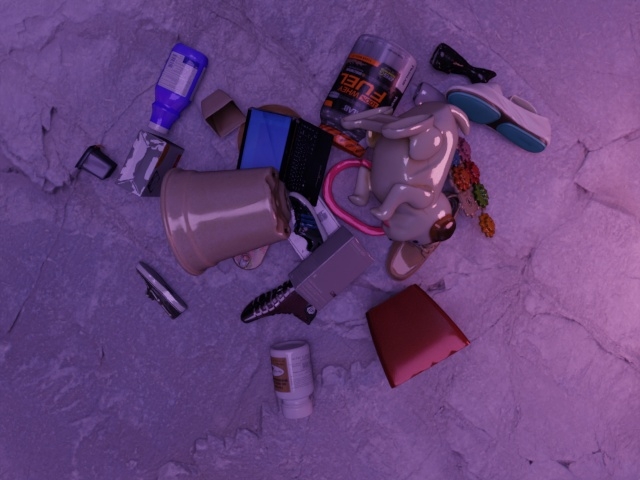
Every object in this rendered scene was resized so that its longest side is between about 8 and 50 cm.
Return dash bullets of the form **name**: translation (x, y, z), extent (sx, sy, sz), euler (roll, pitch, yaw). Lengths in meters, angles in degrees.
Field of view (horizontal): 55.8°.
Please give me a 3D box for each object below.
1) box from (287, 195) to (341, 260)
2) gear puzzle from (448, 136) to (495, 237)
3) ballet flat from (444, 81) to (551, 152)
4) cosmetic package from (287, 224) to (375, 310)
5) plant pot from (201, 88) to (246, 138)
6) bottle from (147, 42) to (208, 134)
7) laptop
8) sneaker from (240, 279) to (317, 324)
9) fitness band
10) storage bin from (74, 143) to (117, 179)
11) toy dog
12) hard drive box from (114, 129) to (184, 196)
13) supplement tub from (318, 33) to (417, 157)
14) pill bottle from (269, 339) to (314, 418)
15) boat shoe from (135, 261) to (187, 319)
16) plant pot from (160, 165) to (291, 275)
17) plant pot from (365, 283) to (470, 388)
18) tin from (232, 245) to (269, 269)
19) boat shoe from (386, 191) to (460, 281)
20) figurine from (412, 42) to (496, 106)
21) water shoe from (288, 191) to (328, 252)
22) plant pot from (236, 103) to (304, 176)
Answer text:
- **box**: translation (0.000, 0.000, 1.953), extent (0.169, 0.087, 0.290), euler (-37, 94, 3)
- **gear puzzle**: translation (0.481, -0.163, 1.906), extent (0.044, 0.175, 0.338), euler (-19, 95, 43)
- **ballet flat**: translation (0.557, -0.409, 1.878), extent (0.401, 0.139, 0.139), euler (24, 94, -20)
- **cosmetic package**: translation (0.033, 0.084, 1.844), extent (0.238, 0.107, 0.127), euler (-42, 120, 4)
- **plant pot**: translation (-0.316, -0.411, 1.912), extent (0.109, 0.109, 0.096), euler (-36, 58, 3)
- **bottle**: translation (-0.461, -0.476, 1.919), extent (0.118, 0.092, 0.282), euler (25, 94, 2)
- **laptop**: translation (-0.115, -0.256, 1.852), extent (0.264, 0.137, 0.234), euler (36, 121, 39)
- **sneaker**: translation (-0.111, 0.232, 1.968), extent (0.281, 0.106, 0.162), euler (-31, 110, 14)
- **fitness band**: translation (0.146, -0.142, 1.963), extent (0.291, 0.054, 0.209), euler (33, 96, -1)
- **storage bin**: translation (-0.703, -0.248, 1.924), extent (0.091, 0.135, 0.098), euler (35, 93, -14)
- **toy dog**: translation (0.261, -0.181, 1.762), extent (0.396, 0.285, 0.407), euler (-25, 119, -33)
- **hard drive box**: translation (-0.523, -0.233, 1.867), extent (0.089, 0.232, 0.181), euler (27, 95, -2)
- **supplement tub**: translation (0.134, -0.439, 1.861), extent (0.207, 0.207, 0.337), euler (27, 94, -2)
- **pill bottle**: translation (-0.088, 0.451, 1.965), extent (0.131, 0.131, 0.229), euler (-7, 94, 1)
- **boat shoe**: translation (-0.535, 0.165, 1.974), extent (0.070, 0.078, 0.219), euler (-41, 95, 2)
- **plant pot**: translation (-0.260, -0.086, 1.803), extent (0.306, 0.334, 0.333), euler (-11, 94, 11)
- **plant pot**: translation (0.278, 0.281, 1.898), extent (0.267, 0.267, 0.235), euler (-31, 82, 2)
- **tin**: translation (-0.217, 0.006, 1.981), extent (0.106, 0.040, 0.189), euler (27, 94, 2)
- **boat shoe**: translation (0.328, -0.015, 1.938), extent (0.122, 0.110, 0.341), euler (34, 93, -2)
- **figurine**: translation (0.426, -0.483, 1.920), extent (0.210, 0.092, 0.214), euler (24, 95, -5)
- **water shoe**: translation (-0.049, -0.052, 1.842), extent (0.080, 0.073, 0.203), euler (-39, 110, -20)
- **plant pot**: translation (-0.151, -0.322, 1.959), extent (0.237, 0.032, 0.236), euler (0, 95, 1)
